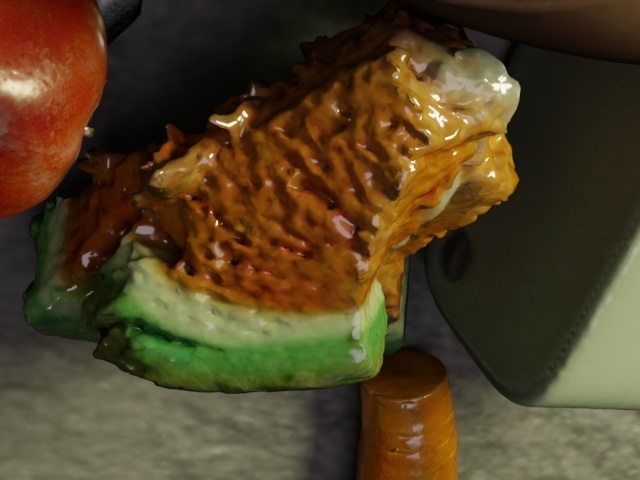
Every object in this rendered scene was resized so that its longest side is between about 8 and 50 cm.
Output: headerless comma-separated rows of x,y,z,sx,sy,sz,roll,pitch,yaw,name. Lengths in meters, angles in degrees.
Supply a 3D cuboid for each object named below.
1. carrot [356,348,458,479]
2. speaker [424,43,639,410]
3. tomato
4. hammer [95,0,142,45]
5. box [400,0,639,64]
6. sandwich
0.064,0.175,0.874,0.087,0.087,0.193,-2,118,-15,carrot
0.237,-0.090,0.712,0.184,0.183,0.406,11,116,-28,speaker
-0.178,-0.067,0.609,0.139,0.091,0.159,21,116,-27,tomato
-0.222,-0.071,0.672,0.289,0.037,0.137,-35,125,7,hammer
0.110,-0.208,0.496,0.216,0.301,0.301,-22,140,-59,box
0.000,0.000,0.656,0.250,0.162,0.301,11,141,-29,sandwich
